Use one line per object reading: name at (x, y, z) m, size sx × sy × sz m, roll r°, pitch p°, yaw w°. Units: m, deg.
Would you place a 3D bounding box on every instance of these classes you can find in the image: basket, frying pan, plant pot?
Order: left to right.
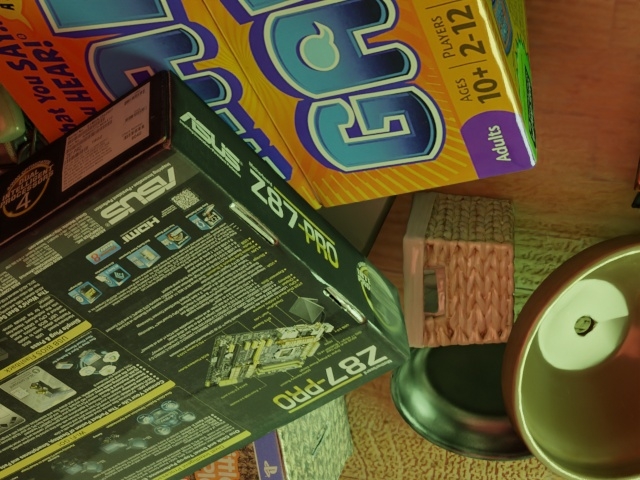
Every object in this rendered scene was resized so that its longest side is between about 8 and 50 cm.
basket at (0.137, 0.025, 1.199) m, size 0.103 × 0.167 × 0.113 m, roll 0°, pitch 108°, yaw 8°
frying pan at (0.231, 0.172, 1.263) m, size 0.326 × 0.053 × 0.197 m, roll 17°, pitch 133°, yaw 1°
plant pot at (0.265, 0.096, 1.137) m, size 0.237 × 0.110 × 0.237 m, roll -5°, pitch 111°, yaw -14°

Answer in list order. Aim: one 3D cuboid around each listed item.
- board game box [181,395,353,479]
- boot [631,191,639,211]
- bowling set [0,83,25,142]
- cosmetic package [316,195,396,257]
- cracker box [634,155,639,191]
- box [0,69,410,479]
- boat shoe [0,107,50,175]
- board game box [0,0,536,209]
board game box at (-0.138, 0.214, 1.290) m, size 0.291 × 0.232 × 0.141 m, roll -5°, pitch 105°, yaw 15°
boot at (0.370, 0.015, 1.182) m, size 0.178 × 0.085 × 0.236 m, roll 32°, pitch 112°, yaw 8°
bowling set at (-0.331, -0.179, 1.199) m, size 0.287 × 0.200 × 0.154 m, roll -30°, pitch 83°, yaw 52°
cosmetic package at (0.000, 0.000, 1.244) m, size 0.107 × 0.127 × 0.238 m, roll 25°, pitch 110°, yaw 6°
cracker box at (0.377, -0.146, 1.092) m, size 0.156 × 0.067 × 0.232 m, roll 10°, pitch 88°, yaw 11°
box at (-0.174, 0.078, 1.003) m, size 0.395 × 0.097 × 0.318 m, roll -30°, pitch 130°, yaw 21°
boat shoe at (-0.311, -0.117, 1.303) m, size 0.285 × 0.092 × 0.103 m, roll -10°, pitch 105°, yaw 17°
board game box at (-0.050, -0.266, 0.972) m, size 0.356 × 0.356 × 0.356 m, roll -10°, pitch 142°, yaw 17°
